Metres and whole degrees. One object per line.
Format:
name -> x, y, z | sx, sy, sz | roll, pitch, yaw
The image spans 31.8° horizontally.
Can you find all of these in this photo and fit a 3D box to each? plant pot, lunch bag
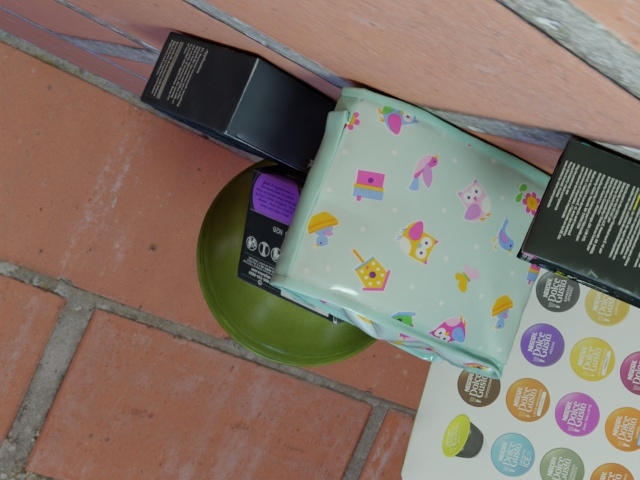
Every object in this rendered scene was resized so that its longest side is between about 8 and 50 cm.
plant pot -> 0.000, 0.000, 1.723 | 0.367, 0.366, 0.353 | 24, 167, -4
lunch bag -> 0.088, -0.008, 1.130 | 0.262, 0.223, 0.160 | 25, 172, -26

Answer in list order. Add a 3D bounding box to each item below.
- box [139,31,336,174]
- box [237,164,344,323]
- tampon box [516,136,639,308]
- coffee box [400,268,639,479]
box -> -0.090, -0.156, 1.286 | 0.158, 0.093, 0.156 | 24, -179, 40
box -> 0.051, -0.016, 1.385 | 0.165, 0.143, 0.270 | 24, -156, 34
tampon box -> 0.257, -0.002, 0.923 | 0.161, 0.101, 0.120 | 23, 180, 9
coffee box -> 0.319, 0.182, 1.442 | 0.335, 0.337, 0.338 | 16, 177, 13
